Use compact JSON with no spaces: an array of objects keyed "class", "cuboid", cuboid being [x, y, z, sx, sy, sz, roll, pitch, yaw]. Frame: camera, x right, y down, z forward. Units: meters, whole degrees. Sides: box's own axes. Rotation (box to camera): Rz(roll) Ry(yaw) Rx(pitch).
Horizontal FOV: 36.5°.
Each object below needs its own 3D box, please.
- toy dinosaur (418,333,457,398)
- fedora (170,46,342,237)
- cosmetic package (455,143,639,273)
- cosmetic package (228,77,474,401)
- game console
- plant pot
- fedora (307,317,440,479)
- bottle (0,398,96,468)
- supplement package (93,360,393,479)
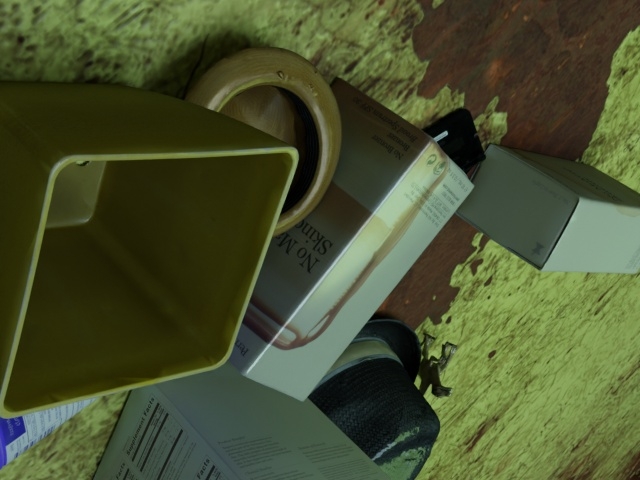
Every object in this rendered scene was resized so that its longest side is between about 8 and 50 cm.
[{"class":"toy dinosaur","cuboid":[0.165,0.191,1.461,0.183,0.053,0.092,162,-51,-86]},{"class":"fedora","cuboid":[-0.070,-0.092,0.906,0.194,0.079,0.194,-17,122,-30]},{"class":"cosmetic package","cuboid":[0.348,-0.039,1.368,0.309,0.160,0.113,4,118,-51]},{"class":"cosmetic package","cuboid":[0.000,0.000,1.018,0.296,0.153,0.129,-53,145,1]},{"class":"game console","cuboid":[0.137,-0.093,1.207,0.122,0.071,0.107,-33,112,-25]},{"class":"plant pot","cuboid":[-0.179,-0.019,0.762,0.212,0.187,0.212,-8,127,-45]},{"class":"fedora","cuboid":[0.049,0.264,1.318,0.334,0.152,0.334,-30,140,-28]},{"class":"bottle","cuboid":[-0.224,0.094,0.883,0.283,0.092,0.118,-37,153,-35]},{"class":"supplement package","cuboid":[-0.089,0.290,1.086,0.199,0.263,0.198,1,121,-49]}]
